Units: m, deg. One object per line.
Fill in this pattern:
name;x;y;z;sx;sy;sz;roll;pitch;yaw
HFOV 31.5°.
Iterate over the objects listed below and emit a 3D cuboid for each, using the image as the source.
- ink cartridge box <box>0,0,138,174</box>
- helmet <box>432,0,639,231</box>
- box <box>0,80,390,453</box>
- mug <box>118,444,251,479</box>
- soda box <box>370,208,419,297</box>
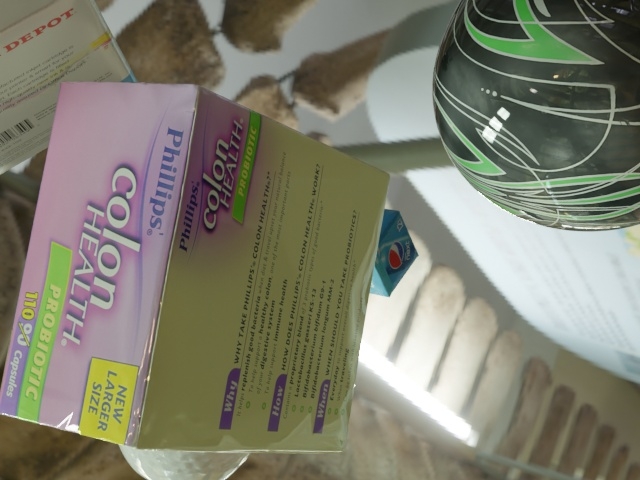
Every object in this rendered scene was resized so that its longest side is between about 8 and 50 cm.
ink cartridge box;-0.337;-0.227;1.162;0.198;0.197;0.270;-31;-13;-5
helmet;0.147;-0.084;0.631;0.169;0.169;0.162;68;-157;-50
box;-0.073;0.028;0.771;0.243;0.117;0.214;18;-99;-58
mug;-0.144;0.194;1.736;0.374;0.276;0.328;1;-66;-30
soda box;0.000;0.000;1.269;0.067;0.210;0.071;-52;-47;-30
